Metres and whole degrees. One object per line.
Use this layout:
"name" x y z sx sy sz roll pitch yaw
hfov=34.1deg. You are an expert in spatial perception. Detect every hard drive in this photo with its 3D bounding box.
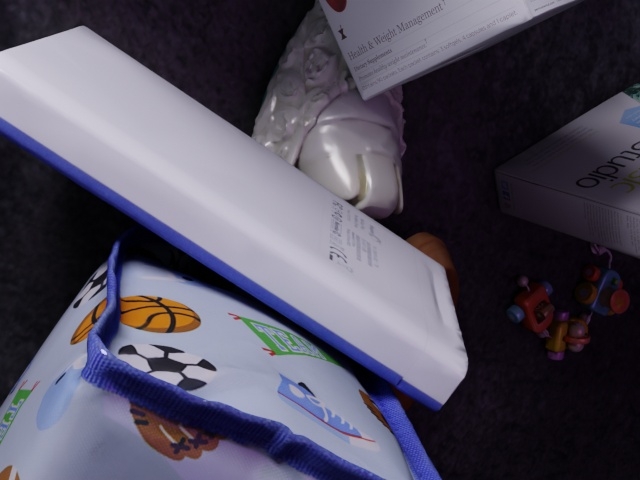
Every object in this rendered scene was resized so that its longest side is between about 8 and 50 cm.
"hard drive" -0.052 -0.026 0.683 0.319 0.210 0.040 33 105 -7

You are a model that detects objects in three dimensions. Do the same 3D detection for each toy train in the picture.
"toy train" 0.283 0.065 1.146 0.166 0.046 0.125 -35 122 -24

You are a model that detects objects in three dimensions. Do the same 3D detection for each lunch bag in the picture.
"lunch bag" -0.109 0.175 0.655 0.239 0.385 0.327 29 97 -17

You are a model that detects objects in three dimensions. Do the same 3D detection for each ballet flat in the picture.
"ballet flat" 0.000 0.000 0.862 0.147 0.147 0.408 18 92 -39

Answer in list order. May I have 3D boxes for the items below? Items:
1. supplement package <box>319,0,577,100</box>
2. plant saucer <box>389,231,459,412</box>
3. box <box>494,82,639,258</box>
"supplement package" 0.095 -0.243 0.772 0.149 0.194 0.203 -27 95 -34
"plant saucer" 0.075 0.091 0.951 0.200 0.037 0.200 -46 148 -40
"box" 0.360 -0.061 0.990 0.232 0.322 0.058 -31 123 -27
